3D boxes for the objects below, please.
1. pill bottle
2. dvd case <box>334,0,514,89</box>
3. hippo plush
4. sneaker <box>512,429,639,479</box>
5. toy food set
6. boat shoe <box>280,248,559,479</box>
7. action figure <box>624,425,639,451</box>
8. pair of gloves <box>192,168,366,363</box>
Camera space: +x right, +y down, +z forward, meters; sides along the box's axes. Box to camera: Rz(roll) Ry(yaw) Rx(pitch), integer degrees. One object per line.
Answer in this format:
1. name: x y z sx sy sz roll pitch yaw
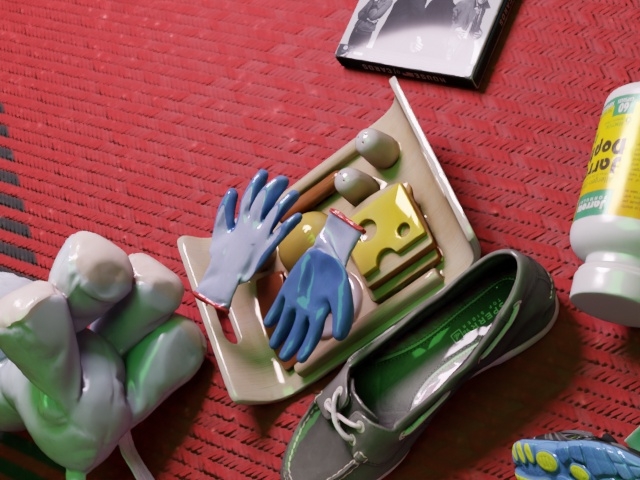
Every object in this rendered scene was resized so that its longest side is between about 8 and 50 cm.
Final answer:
1. pill bottle: 0.298 -0.031 1.132 0.117 0.117 0.208 9 71 29
2. dvd case: 0.138 -0.293 1.393 0.179 0.029 0.239 15 73 31
3. hippo plush: -0.276 0.131 1.319 0.236 0.234 0.294 3 109 46
4. sneaker: 0.236 0.189 1.039 0.078 0.188 0.067 -16 94 -23
5. toy food set: 0.000 0.000 1.257 0.306 0.092 0.220 -36 55 19
6. boat shoe: 0.080 0.125 1.175 0.335 0.095 0.112 -40 54 3
7. action figure: 0.374 0.222 0.999 0.137 0.063 0.232 -31 51 -2
8. pair of gloves: -0.037 0.026 1.221 0.198 0.023 0.159 30 97 30
